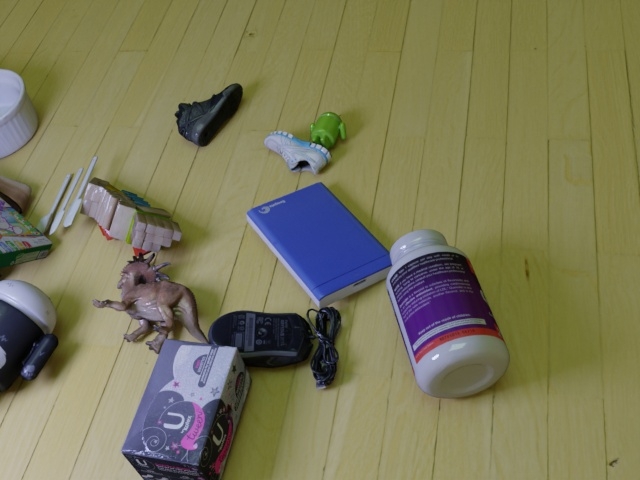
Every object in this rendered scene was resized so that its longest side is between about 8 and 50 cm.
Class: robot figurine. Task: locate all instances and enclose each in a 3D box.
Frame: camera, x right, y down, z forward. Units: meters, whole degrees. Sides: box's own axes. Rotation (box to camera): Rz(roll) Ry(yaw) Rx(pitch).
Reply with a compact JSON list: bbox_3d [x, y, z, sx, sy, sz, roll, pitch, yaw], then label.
[{"bbox_3d":[0.016,-0.286,1.947,0.101,0.067,0.115,1,50,27],"label":"robot figurine"},{"bbox_3d":[-0.698,0.216,1.620,0.174,0.209,0.278,-22,32,54],"label":"robot figurine"}]

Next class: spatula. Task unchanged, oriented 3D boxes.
[{"bbox_3d":[-0.654,-0.108,1.930,0.168,0.019,0.242,-24,42,34],"label":"spatula"}]

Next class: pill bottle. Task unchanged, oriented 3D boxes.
[{"bbox_3d":[0.238,0.136,1.485,0.182,0.181,0.322,-14,50,0],"label":"pill bottle"}]

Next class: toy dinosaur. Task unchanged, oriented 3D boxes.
[{"bbox_3d":[-0.357,0.125,1.659,0.296,0.127,0.200,17,50,17],"label":"toy dinosaur"}]

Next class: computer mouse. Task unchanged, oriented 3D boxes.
[{"bbox_3d":[-0.097,0.219,1.566,0.272,0.072,0.188,5,50,0],"label":"computer mouse"}]

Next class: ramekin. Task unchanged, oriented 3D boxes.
[{"bbox_3d":[-0.954,-0.353,2.154,0.277,0.135,0.277,-6,51,7],"label":"ramekin"}]

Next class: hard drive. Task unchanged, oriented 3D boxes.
[{"bbox_3d":[0.000,0.000,1.712,0.210,0.040,0.318,-24,50,-23],"label":"hard drive"}]

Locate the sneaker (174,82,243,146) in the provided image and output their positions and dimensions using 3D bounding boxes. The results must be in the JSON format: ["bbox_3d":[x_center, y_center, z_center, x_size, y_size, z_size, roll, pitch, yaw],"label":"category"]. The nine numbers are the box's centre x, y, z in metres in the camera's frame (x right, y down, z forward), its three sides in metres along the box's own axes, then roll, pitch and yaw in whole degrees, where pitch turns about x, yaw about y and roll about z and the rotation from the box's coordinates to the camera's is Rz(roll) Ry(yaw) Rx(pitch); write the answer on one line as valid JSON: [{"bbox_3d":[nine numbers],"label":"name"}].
[{"bbox_3d":[-0.315,-0.365,2.065,0.130,0.087,0.227,27,66,21],"label":"sneaker"}]

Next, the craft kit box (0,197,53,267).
[{"bbox_3d":[-0.804,-0.033,1.766,0.247,0.250,0.061,36,107,11],"label":"craft kit box"}]

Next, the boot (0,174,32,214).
[{"bbox_3d":[-0.901,-0.089,1.956,0.249,0.090,0.206,13,53,16],"label":"boot"}]

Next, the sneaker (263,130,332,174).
[{"bbox_3d":[-0.072,-0.218,1.912,0.191,0.071,0.083,20,64,25],"label":"sneaker"}]

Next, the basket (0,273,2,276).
[{"bbox_3d":[-0.901,0.115,1.750,0.154,0.204,0.226,-7,47,58],"label":"basket"}]

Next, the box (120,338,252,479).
[{"bbox_3d":[-0.249,0.333,1.449,0.164,0.142,0.247,4,53,15],"label":"box"}]

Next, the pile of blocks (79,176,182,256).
[{"bbox_3d":[-0.467,-0.040,1.840,0.362,0.149,0.112,32,106,41],"label":"pile of blocks"}]
